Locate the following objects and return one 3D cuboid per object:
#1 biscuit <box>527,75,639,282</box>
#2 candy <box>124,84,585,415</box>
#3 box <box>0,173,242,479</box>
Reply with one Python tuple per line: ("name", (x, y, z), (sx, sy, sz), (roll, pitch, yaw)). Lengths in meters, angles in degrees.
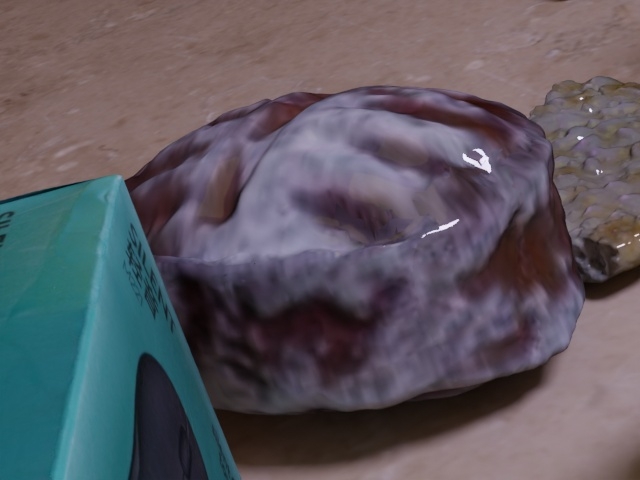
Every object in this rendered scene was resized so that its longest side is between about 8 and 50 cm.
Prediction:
("biscuit", (0.165, -0.042, 0.948), (0.188, 0.040, 0.265), (-11, 26, 13))
("candy", (0.000, 0.000, 0.837), (0.289, 0.157, 0.214), (1, 27, 33))
("box", (-0.110, 0.130, 0.600), (0.118, 0.205, 0.311), (-14, 26, 4))
